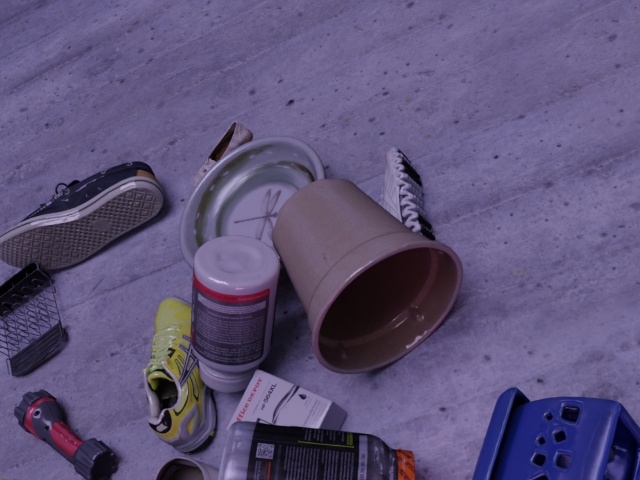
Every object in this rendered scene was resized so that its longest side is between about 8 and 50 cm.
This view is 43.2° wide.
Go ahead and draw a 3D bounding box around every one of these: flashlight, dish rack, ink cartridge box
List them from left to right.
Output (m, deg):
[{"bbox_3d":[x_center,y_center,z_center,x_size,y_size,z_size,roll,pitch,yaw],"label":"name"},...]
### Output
[{"bbox_3d":[-0.785,0.214,2.148,0.208,0.074,0.271,-37,52,10],"label":"dish rack"},{"bbox_3d":[-0.594,0.452,1.888,0.304,0.103,0.103,20,69,37],"label":"flashlight"},{"bbox_3d":[-0.072,0.373,1.663,0.203,0.086,0.148,16,70,33],"label":"ink cartridge box"}]

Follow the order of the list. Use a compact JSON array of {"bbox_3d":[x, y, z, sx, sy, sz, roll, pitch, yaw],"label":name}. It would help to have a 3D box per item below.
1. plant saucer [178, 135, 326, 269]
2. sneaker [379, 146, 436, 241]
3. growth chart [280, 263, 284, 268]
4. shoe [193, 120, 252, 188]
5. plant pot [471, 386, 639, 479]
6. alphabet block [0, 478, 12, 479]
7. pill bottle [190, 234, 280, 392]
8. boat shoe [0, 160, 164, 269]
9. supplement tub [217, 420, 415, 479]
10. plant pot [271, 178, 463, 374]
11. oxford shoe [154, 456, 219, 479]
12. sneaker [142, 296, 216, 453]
[{"bbox_3d":[-0.149,-0.062,1.929,0.400,0.100,0.401,-16,52,22],"label":"plant saucer"},{"bbox_3d":[0.170,-0.085,1.812,0.118,0.110,0.292,-25,52,24],"label":"sneaker"},{"bbox_3d":[-0.151,-0.019,1.992,0.172,0.021,0.237,-15,56,19],"label":"growth chart"},{"bbox_3d":[-0.272,-0.225,2.159,0.076,0.058,0.219,30,78,38],"label":"shoe"},{"bbox_3d":[0.386,0.382,1.323,0.212,0.236,0.236,8,66,38],"label":"plant pot"},{"bbox_3d":[-0.633,0.629,1.736,0.193,0.197,0.192,-4,59,27],"label":"alphabet block"},{"bbox_3d":[-0.184,0.163,1.700,0.176,0.319,0.176,6,35,-4],"label":"pill bottle"},{"bbox_3d":[-0.652,-0.067,2.196,0.500,0.187,0.156,-25,44,10],"label":"boat shoe"},{"bbox_3d":[-0.008,0.442,1.452,0.337,0.207,0.207,6,61,2],"label":"supplement tub"},{"bbox_3d":[0.063,0.043,1.635,0.334,0.334,0.305,-39,51,2],"label":"plant pot"},{"bbox_3d":[-0.162,0.544,1.581,0.449,0.130,0.169,15,66,32],"label":"oxford shoe"},{"bbox_3d":[-0.322,0.277,1.820,0.145,0.147,0.385,-27,51,13],"label":"sneaker"}]
